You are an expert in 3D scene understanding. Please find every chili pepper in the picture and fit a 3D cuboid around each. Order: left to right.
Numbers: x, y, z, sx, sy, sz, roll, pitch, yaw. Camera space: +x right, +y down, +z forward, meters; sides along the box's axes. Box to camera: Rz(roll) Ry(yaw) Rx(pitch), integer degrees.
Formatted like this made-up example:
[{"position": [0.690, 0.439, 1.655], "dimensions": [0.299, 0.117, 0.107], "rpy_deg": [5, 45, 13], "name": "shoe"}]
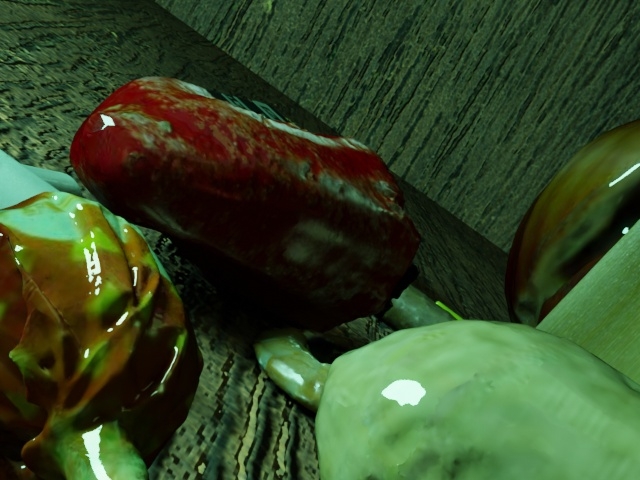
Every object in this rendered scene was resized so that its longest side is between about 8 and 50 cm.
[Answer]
[{"position": [-0.056, -0.036, 0.727], "dimensions": [0.252, 0.136, 0.144], "rpy_deg": [27, 45, -59], "name": "chili pepper"}]

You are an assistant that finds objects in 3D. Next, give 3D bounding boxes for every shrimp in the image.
[{"position": [0.019, 0.076, 0.717], "dimensions": [0.095, 0.045, 0.162], "rpy_deg": [16, 3, 27], "name": "shrimp"}]

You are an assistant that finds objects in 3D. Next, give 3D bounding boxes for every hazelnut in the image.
[{"position": [0.327, 0.045, 1.134], "dimensions": [0.359, 0.359, 0.409], "rpy_deg": [36, -10, 5], "name": "hazelnut"}]

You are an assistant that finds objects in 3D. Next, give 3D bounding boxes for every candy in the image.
[{"position": [-0.038, 0.084, 0.305], "dimensions": [0.084, 0.078, 0.288], "rpy_deg": [33, 15, -40], "name": "candy"}]

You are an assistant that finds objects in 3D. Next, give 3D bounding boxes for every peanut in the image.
[{"position": [0.094, 0.110, 0.470], "dimensions": [0.224, 0.129, 0.129], "rpy_deg": [29, 5, 20], "name": "peanut"}]

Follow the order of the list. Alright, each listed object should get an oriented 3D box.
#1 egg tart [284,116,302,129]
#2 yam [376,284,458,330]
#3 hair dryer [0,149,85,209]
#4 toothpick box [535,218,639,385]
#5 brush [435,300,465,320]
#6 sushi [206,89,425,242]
[{"position": [-0.034, -0.093, 1.485], "dimensions": [0.128, 0.049, 0.129], "rpy_deg": [36, 13, -9], "name": "egg tart"}, {"position": [0.000, 0.000, 1.063], "dimensions": [0.327, 0.045, 0.045], "rpy_deg": [38, -24, 13], "name": "yam"}, {"position": [-0.150, -0.030, 0.606], "dimensions": [0.155, 0.044, 0.183], "rpy_deg": [36, 2, -6], "name": "hair dryer"}, {"position": [0.281, 0.156, 0.855], "dimensions": [0.308, 0.190, 0.187], "rpy_deg": [39, 6, -12], "name": "toothpick box"}, {"position": [0.133, 0.086, 1.212], "dimensions": [0.083, 0.019, 0.021], "rpy_deg": [36, -3, 16], "name": "brush"}, {"position": [-0.014, -0.048, 1.273], "dimensions": [0.215, 0.050, 0.192], "rpy_deg": [42, 12, 12], "name": "sushi"}]
